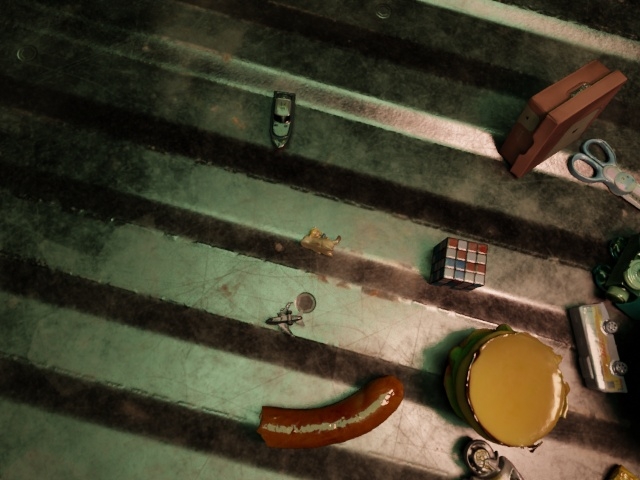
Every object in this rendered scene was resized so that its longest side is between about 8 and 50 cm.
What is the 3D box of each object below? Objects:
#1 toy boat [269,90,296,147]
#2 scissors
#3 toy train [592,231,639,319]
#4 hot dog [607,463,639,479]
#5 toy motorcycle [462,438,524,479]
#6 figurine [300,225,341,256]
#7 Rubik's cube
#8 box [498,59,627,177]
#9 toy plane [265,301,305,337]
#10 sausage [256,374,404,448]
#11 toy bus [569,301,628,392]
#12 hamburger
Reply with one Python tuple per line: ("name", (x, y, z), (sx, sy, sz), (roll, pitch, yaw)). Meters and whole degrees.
("toy boat", (-0.091, -0.283, 1.066), (0.055, 0.060, 0.141), (6, 78, -5))
("scissors", (0.736, -0.141, 1.111), (0.256, 0.030, 0.125), (42, 75, 10))
("toy train", (0.733, 0.074, 1.017), (0.163, 0.112, 0.203), (38, 76, -1))
("hot dog", (0.637, 0.586, 0.877), (0.123, 0.093, 0.262), (-16, 77, -9))
("toy motorcycle", (0.348, 0.512, 0.884), (0.152, 0.073, 0.225), (8, 74, -6))
("figurine", (0.000, 0.000, 1.008), (0.083, 0.047, 0.051), (20, 59, 8))
("Rubik's cube", (0.300, 0.054, 0.990), (0.092, 0.092, 0.092), (11, 75, -2))
("box", (0.539, -0.275, 1.038), (0.215, 0.215, 0.086), (-32, 69, -12))
("toy plane", (-0.075, 0.167, 0.961), (0.083, 0.031, 0.079), (-2, 60, -8))
("sausage", (0.026, 0.347, 0.897), (0.301, 0.076, 0.103), (-12, 77, -8))
("toy bus", (0.603, 0.232, 0.985), (0.075, 0.064, 0.191), (-4, 76, 0))
("hamburger", (0.354, 0.281, 0.908), (0.236, 0.149, 0.238), (1, 82, -10))
